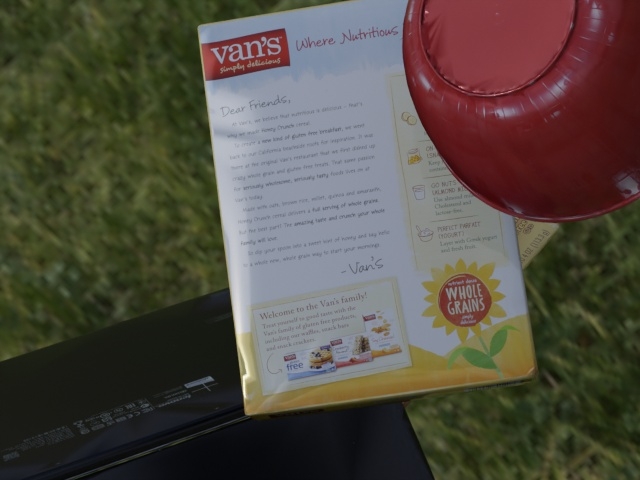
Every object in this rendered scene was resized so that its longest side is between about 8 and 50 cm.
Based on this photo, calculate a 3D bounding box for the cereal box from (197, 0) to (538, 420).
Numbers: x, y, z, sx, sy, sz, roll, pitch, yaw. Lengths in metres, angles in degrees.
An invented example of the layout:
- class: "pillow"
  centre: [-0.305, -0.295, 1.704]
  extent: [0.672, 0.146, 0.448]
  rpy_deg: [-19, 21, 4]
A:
- class: "cereal box"
  centre: [0.027, -0.023, 1.077]
  extent: [0.173, 0.047, 0.240]
  rpy_deg: [-8, 79, 5]

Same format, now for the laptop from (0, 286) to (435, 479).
- class: "laptop"
  centre: [-0.122, 0.233, 1.346]
  extent: [0.382, 0.236, 0.408]
  rpy_deg: [-17, 19, -18]

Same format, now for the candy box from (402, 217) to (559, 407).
- class: "candy box"
  centre: [0.048, 0.040, 1.659]
  extent: [0.316, 0.183, 0.087]
  rpy_deg: [-52, 25, 28]

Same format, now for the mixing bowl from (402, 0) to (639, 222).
- class: "mixing bowl"
  centre: [0.112, -0.107, 0.953]
  extent: [0.181, 0.098, 0.181]
  rpy_deg: [-6, 78, 28]
